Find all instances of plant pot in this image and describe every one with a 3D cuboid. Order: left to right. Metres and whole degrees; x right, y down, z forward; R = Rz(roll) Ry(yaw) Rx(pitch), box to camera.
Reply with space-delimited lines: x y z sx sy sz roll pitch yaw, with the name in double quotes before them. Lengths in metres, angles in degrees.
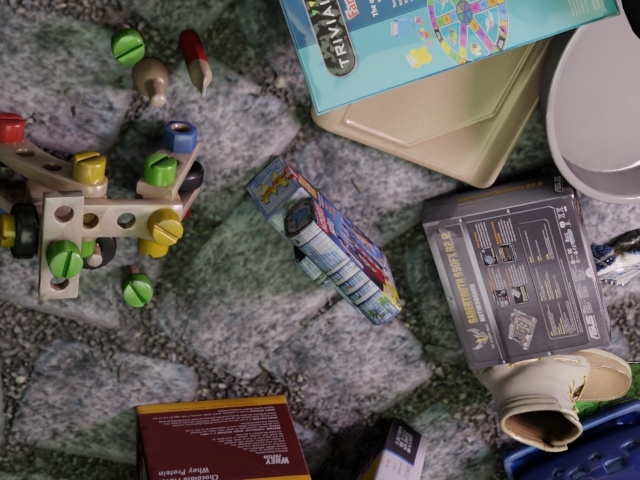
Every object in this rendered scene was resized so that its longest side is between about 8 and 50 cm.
"plant pot" 0.375 0.361 2.024 0.236 0.212 0.236 -23 124 2

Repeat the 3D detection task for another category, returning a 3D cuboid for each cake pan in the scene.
"cake pan" 0.374 -0.184 1.794 0.293 0.054 0.293 -13 121 -22

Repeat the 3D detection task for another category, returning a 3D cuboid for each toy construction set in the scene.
"toy construction set" -0.214 -0.064 1.648 0.257 0.237 0.309 27 109 -24

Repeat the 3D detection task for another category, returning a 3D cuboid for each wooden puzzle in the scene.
"wooden puzzle" 0.136 -0.192 1.778 0.239 0.044 0.221 21 112 -18

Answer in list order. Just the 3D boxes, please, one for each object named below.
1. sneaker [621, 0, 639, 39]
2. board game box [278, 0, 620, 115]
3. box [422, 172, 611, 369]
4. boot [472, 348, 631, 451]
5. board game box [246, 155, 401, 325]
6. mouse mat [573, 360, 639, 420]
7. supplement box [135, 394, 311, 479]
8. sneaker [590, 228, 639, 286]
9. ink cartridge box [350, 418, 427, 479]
"sneaker" 0.321 -0.327 1.622 0.124 0.283 0.107 24 139 -27
"board game box" 0.113 -0.306 1.631 0.336 0.079 0.253 -18 101 2
"box" 0.241 0.040 1.886 0.183 0.056 0.231 -12 121 15
"boot" 0.307 0.199 1.948 0.213 0.165 0.077 7 115 -12
"board game box" 0.000 0.000 1.785 0.060 0.194 0.194 -43 104 10
"mouse mat" 0.385 0.226 2.078 0.190 0.007 0.152 3 117 -13
"supplement box" -0.122 0.300 1.891 0.191 0.194 0.129 -3 118 -12
"sneaker" 0.365 0.036 1.946 0.135 0.052 0.058 -17 127 -1
"ink cartridge box" 0.018 0.402 1.922 0.072 0.303 0.307 34 107 -2
